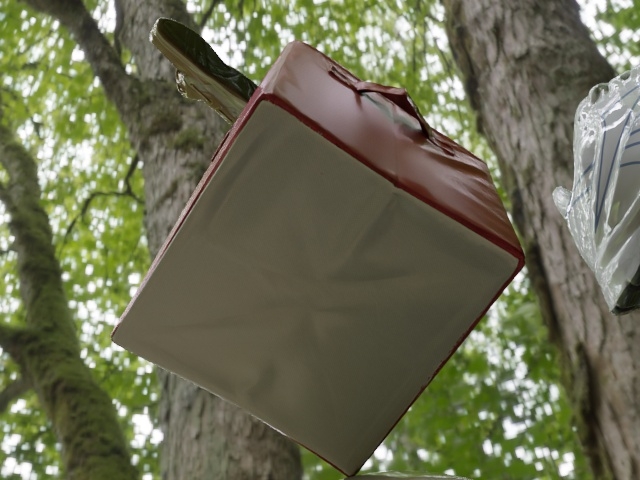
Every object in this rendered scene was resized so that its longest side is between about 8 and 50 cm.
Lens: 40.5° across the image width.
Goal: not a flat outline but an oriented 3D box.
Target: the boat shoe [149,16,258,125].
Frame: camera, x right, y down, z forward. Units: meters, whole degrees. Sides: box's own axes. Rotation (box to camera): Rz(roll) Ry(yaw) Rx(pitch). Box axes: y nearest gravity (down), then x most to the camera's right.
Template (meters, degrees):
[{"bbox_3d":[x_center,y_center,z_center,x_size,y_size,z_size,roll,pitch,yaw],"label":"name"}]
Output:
[{"bbox_3d":[-0.109,-0.149,0.796,0.045,0.050,0.135,-31,-50,27],"label":"boat shoe"}]

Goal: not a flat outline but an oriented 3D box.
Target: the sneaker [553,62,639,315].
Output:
[{"bbox_3d":[0.228,-0.076,0.574,0.111,0.129,0.297,-17,-36,-25],"label":"sneaker"}]

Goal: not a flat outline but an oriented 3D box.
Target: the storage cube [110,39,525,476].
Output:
[{"bbox_3d":[0.000,0.000,0.590,0.184,0.193,0.215,32,-70,-9],"label":"storage cube"}]

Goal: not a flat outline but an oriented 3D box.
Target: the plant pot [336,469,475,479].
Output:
[{"bbox_3d":[0.044,0.232,0.476,0.256,0.256,0.274,2,-32,-8],"label":"plant pot"}]
